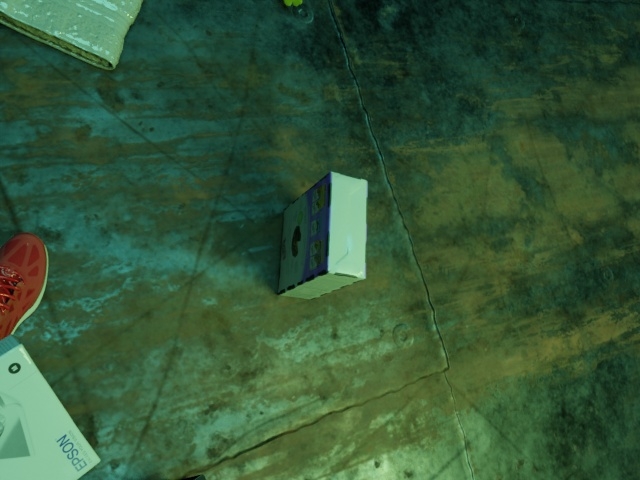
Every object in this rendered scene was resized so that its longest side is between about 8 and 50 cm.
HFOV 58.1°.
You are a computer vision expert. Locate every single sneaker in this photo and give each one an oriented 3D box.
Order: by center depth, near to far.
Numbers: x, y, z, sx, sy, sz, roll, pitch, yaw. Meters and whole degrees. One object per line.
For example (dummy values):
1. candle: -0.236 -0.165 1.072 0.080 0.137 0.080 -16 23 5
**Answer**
1. sneaker: -0.424 0.079 0.766 0.087 0.128 0.221 19 67 -20

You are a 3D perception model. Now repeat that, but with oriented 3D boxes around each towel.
1. towel: -0.449 -0.419 0.953 0.282 0.049 0.187 21 67 -20

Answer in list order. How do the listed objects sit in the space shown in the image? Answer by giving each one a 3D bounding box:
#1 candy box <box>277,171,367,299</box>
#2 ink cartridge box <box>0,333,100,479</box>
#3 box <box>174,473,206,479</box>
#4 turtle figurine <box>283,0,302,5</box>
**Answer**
1. candy box: 0.000 0.000 0.962 0.070 0.196 0.165 11 71 -24
2. ink cartridge box: -0.420 0.266 0.701 0.224 0.045 0.223 -36 124 -29
3. box: -0.235 0.449 0.722 0.261 0.103 0.184 -18 80 -49
4. turtle figurine: -0.054 -0.589 1.179 0.269 0.087 0.217 20 67 -20
